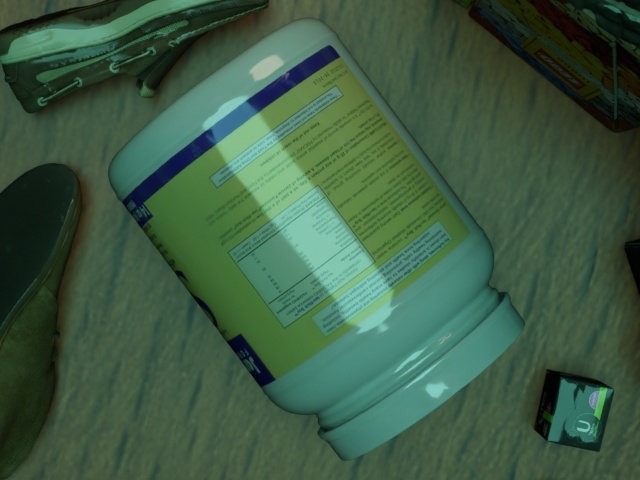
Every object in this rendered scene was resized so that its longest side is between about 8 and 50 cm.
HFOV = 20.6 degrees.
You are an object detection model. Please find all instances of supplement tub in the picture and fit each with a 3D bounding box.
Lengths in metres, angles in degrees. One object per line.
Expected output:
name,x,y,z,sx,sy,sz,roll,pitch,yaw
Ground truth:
supplement tub,0.000,0.000,1.536,0.241,0.241,0.331,-37,91,0

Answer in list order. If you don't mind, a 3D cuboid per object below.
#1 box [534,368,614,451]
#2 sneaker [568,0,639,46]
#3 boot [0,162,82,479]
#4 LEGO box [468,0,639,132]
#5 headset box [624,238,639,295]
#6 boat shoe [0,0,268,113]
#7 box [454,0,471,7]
box,0.233,0.156,1.619,0.052,0.083,0.062,12,90,-1
sneaker,0.326,-0.226,1.244,0.410,0.158,0.182,18,59,1
boot,-0.284,0.078,1.615,0.112,0.115,0.305,11,73,38
LEGO box,0.368,-0.345,1.471,0.193,0.372,0.500,39,90,-1
headset box,0.436,0.078,1.598,0.283,0.131,0.246,-18,90,0
boat shoe,-0.165,-0.179,1.613,0.257,0.095,0.095,-14,105,5
box,0.165,-0.304,1.599,0.042,0.109,0.178,29,90,0
